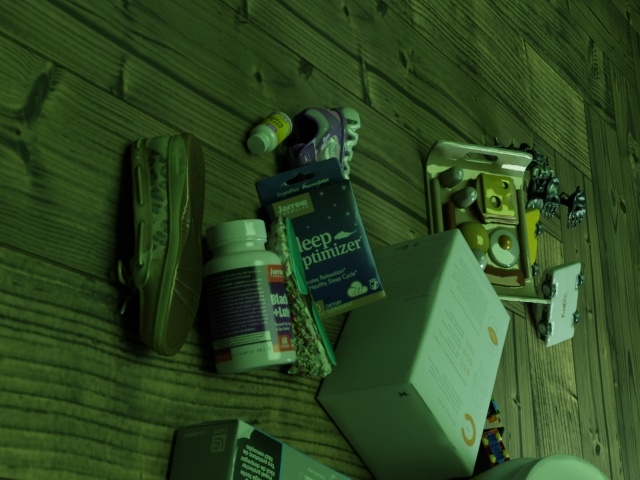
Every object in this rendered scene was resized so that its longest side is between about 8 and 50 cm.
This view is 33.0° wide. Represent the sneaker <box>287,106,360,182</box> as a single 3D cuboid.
[{"bbox_3d":[-0.006,-0.103,1.668,0.104,0.095,0.237,14,72,-36],"label":"sneaker"}]

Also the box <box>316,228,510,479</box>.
[{"bbox_3d":[0.159,0.183,1.728,0.215,0.168,0.345,57,36,-28],"label":"box"}]

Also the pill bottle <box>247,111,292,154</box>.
[{"bbox_3d":[-0.077,-0.159,1.615,0.043,0.043,0.083,64,34,-18],"label":"pill bottle"}]

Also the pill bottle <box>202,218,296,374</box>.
[{"bbox_3d":[-0.098,0.074,1.431,0.108,0.108,0.194,2,76,-57],"label":"pill bottle"}]

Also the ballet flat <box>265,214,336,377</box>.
[{"bbox_3d":[-0.046,0.087,1.535,0.091,0.077,0.241,-51,124,-82],"label":"ballet flat"}]

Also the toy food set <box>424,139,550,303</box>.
[{"bbox_3d":[0.321,-0.032,2.037,0.219,0.092,0.306,5,71,-23],"label":"toy food set"}]

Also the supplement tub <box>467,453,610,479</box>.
[{"bbox_3d":[0.271,0.460,1.586,0.241,0.331,0.241,16,55,-25],"label":"supplement tub"}]

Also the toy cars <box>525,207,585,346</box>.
[{"bbox_3d":[0.444,0.071,2.272,0.176,0.087,0.393,-50,130,-5],"label":"toy cars"}]

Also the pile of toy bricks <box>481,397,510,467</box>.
[{"bbox_3d":[0.257,0.318,1.906,0.105,0.118,0.212,68,2,-69],"label":"pile of toy bricks"}]

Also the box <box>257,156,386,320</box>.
[{"bbox_3d":[0.000,0.000,1.602,0.036,0.136,0.225,177,-105,-79],"label":"box"}]

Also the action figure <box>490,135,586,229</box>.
[{"bbox_3d":[0.439,-0.121,2.301,0.164,0.141,0.276,12,22,-28],"label":"action figure"}]

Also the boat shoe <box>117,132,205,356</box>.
[{"bbox_3d":[-0.199,0.005,1.343,0.104,0.089,0.285,66,25,-66],"label":"boat shoe"}]

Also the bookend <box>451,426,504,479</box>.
[{"bbox_3d":[0.309,0.448,1.939,0.157,0.072,0.156,62,35,-21],"label":"bookend"}]

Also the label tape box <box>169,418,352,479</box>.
[{"bbox_3d":[-0.084,0.424,1.313,0.249,0.115,0.348,39,46,-43],"label":"label tape box"}]
